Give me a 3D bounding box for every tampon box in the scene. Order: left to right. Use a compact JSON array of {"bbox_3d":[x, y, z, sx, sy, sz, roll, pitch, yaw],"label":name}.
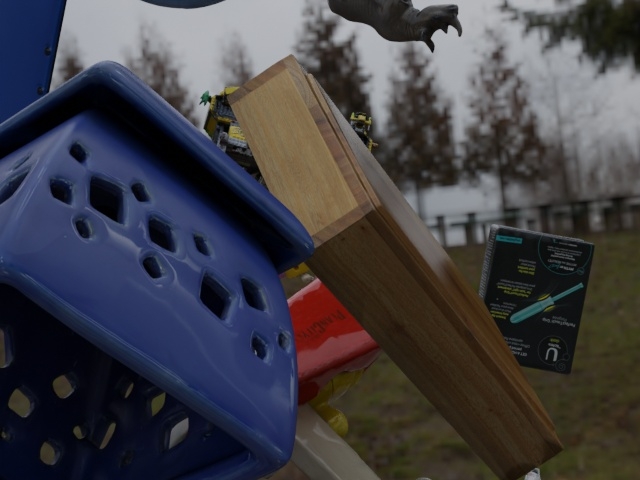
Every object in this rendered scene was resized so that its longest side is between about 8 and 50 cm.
[{"bbox_3d":[0.255,0.070,1.761,0.120,0.161,0.101,11,3,2],"label":"tampon box"}]

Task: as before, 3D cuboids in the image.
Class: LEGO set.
[{"bbox_3d":[-0.048,-0.144,2.303,0.331,0.255,0.192,22,-32,-4],"label":"LEGO set"}]

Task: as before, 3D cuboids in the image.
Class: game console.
[{"bbox_3d":[-0.458,-0.330,2.277,0.173,0.293,0.250,19,26,3],"label":"game console"}]

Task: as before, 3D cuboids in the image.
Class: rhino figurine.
[{"bbox_3d":[0.113,-0.354,2.180,0.243,0.106,0.073,30,-7,26],"label":"rhino figurine"}]

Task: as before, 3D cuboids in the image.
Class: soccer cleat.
[{"bbox_3d":[0.285,0.334,1.960,0.029,0.036,0.083,10,13,15],"label":"soccer cleat"}]

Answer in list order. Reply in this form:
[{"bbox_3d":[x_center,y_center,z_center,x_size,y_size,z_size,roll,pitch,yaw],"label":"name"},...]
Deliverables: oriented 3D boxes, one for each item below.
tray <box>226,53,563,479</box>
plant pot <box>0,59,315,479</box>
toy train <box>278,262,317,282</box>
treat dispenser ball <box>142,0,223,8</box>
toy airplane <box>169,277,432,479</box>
[{"bbox_3d":[0.076,0.036,1.267,0.076,0.203,0.411,-34,-44,8],"label":"tray"},{"bbox_3d":[-0.155,0.035,0.944,0.236,0.212,0.236,-25,-54,38],"label":"plant pot"},{"bbox_3d":[0.000,0.000,1.884,0.125,0.166,0.046,0,20,-8],"label":"toy train"},{"bbox_3d":[-0.177,-0.438,1.827,0.288,0.288,0.288,-5,-4,0],"label":"treat dispenser ball"},{"bbox_3d":[-0.059,0.160,1.527,0.384,0.386,0.272,16,-47,-22],"label":"toy airplane"}]
